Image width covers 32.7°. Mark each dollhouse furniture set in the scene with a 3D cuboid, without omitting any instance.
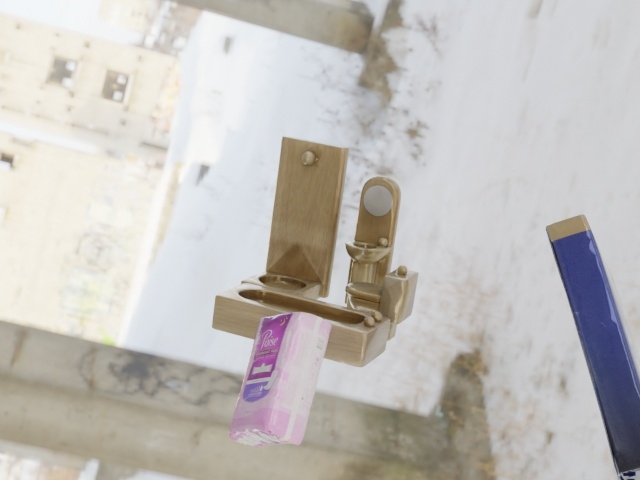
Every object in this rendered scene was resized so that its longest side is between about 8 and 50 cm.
[{"bbox_3d":[0.000,0.000,0.798,0.151,0.144,0.123,-20,-59,-66],"label":"dollhouse furniture set"}]

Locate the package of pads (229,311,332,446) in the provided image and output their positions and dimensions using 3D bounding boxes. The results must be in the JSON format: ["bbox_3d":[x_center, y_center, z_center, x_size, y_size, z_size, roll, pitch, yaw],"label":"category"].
[{"bbox_3d":[-0.025,0.087,0.681,0.050,0.032,0.083,-15,53,51],"label":"package of pads"}]

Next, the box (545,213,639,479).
[{"bbox_3d":[0.222,0.106,0.809,0.136,0.036,0.225,41,-145,-61],"label":"box"}]
